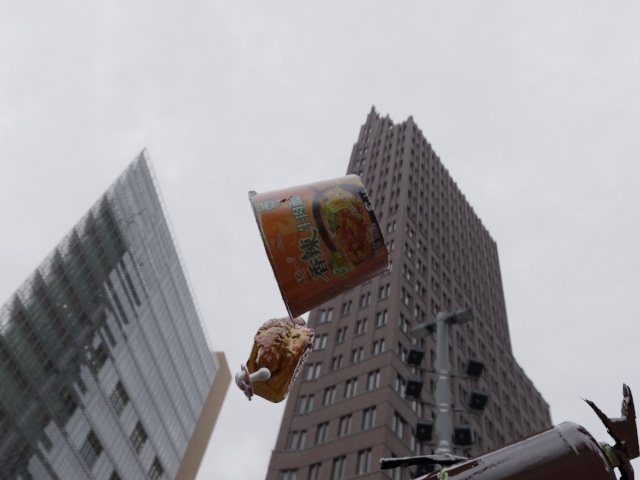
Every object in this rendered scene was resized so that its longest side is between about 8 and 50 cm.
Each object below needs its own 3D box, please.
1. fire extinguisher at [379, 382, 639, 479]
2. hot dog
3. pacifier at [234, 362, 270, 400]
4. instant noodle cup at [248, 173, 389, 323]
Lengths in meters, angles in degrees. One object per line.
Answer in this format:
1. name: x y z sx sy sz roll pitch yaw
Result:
1. fire extinguisher: 0.198 0.268 0.633 0.341 0.105 0.142 -25 -91 5
2. hot dog: -0.098 0.286 1.484 0.150 0.257 0.153 18 -61 11
3. pacifier: -0.147 0.308 1.254 0.077 0.099 0.082 -15 -91 -19
4. instant noodle cup: 0.000 0.000 0.937 0.182 0.230 0.230 -19 -58 -3
